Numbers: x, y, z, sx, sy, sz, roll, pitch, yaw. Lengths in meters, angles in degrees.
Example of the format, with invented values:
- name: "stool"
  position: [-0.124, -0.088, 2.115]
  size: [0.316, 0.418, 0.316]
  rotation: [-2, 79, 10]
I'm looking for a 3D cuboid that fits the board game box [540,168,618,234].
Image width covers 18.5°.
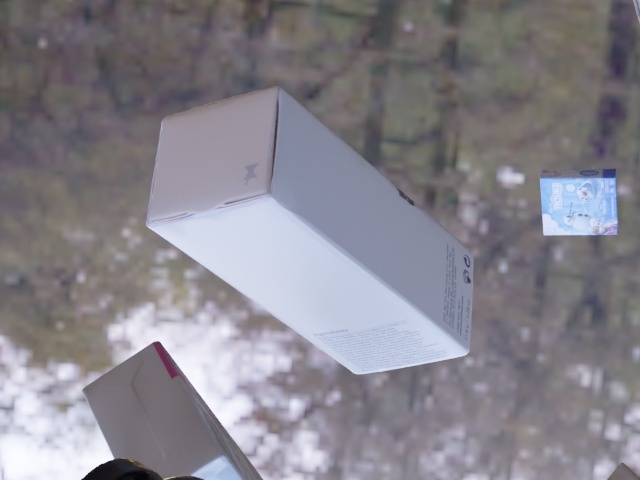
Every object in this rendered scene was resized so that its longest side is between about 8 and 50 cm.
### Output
- name: "board game box"
  position: [0.309, -0.046, 2.344]
  size: [0.090, 0.090, 0.020]
  rotation: [0, -139, 12]

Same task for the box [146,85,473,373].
- name: "box"
  position: [0.000, 0.000, 1.441]
  size: [0.113, 0.094, 0.275]
  rotation: [-12, 147, 30]

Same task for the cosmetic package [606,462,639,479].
- name: "cosmetic package"
  position: [0.367, 0.300, 2.164]
  size: [0.060, 0.041, 0.115]
  rotation: [40, -179, -38]

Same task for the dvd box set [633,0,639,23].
- name: "dvd box set"
  position: [0.453, -0.158, 1.430]
  size: [0.420, 0.307, 0.062]
  rotation: [-20, 165, 22]

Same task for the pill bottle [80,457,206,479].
- name: "pill bottle"
  position: [-0.075, 0.235, 1.332]
  size: [0.219, 0.123, 0.123]
  rotation: [25, -159, 33]

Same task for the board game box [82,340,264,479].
- name: "board game box"
  position: [-0.088, 0.270, 1.862]
  size: [0.097, 0.303, 0.224]
  rotation: [-33, -148, -2]
